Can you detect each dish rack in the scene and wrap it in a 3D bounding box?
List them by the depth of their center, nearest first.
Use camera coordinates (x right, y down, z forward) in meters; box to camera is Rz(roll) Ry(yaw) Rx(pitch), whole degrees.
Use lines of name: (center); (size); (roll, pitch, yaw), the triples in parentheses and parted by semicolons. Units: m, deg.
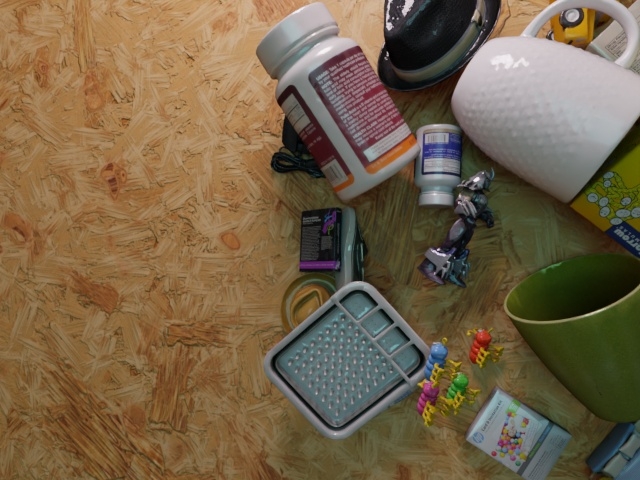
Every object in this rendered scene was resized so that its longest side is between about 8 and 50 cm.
dish rack: (0.063, 0.279, 1.074); (0.333, 0.072, 0.285); (-42, 95, 9)

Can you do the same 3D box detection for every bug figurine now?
bug figurine: (0.298, 0.299, 1.021); (0.072, 0.279, 0.216); (29, 110, 43)

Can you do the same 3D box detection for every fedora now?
fedora: (0.236, -0.514, 1.034); (0.334, 0.152, 0.334); (-21, 53, 31)
fedora: (-0.023, 0.176, 1.147); (0.194, 0.079, 0.194); (-1, 86, 11)

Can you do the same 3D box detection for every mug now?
mug: (0.489, -0.321, 0.961); (0.328, 0.276, 0.374); (36, 113, 17)

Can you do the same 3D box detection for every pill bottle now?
pill bottle: (0.038, -0.309, 1.038); (0.224, 0.224, 0.392); (-32, 98, 8)
pill bottle: (0.281, -0.174, 1.090); (0.112, 0.112, 0.186); (3, 88, 11)

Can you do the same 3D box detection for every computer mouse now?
computer mouse: (-0.029, -0.306, 1.179); (0.189, 0.072, 0.272); (9, 89, 12)

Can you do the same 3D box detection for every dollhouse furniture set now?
dollhouse furniture set: (0.771, 0.495, 0.913); (0.286, 0.198, 0.303); (40, 95, 11)

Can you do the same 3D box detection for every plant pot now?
plant pot: (0.580, 0.220, 0.954); (0.275, 0.275, 0.293); (-26, 99, 9)

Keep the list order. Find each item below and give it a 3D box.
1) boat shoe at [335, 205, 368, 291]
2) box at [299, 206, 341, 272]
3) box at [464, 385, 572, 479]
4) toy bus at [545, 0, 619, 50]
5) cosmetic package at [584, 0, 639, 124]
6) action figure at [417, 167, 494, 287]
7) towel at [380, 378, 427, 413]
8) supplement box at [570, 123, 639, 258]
boat shoe: (0.079, 0.025, 1.145); (0.070, 0.078, 0.219); (5, 86, -25)
box: (0.000, 0.000, 1.149); (0.116, 0.029, 0.162); (-3, 83, 39)
box: (0.458, 0.455, 1.058); (0.186, 0.038, 0.145); (32, 93, 12)
toy bus: (0.603, -0.607, 1.053); (0.130, 0.108, 0.332); (-2, 86, 9)
cosmetic package: (0.740, -0.363, 1.002); (0.153, 0.129, 0.296); (-42, 81, 8)
action figure: (0.338, -0.035, 1.051); (0.099, 0.185, 0.285); (33, 110, 39)
towel: (0.119, 0.325, 1.136); (0.285, 0.034, 0.209); (-38, 83, 9)
supplement box: (0.708, -0.158, 0.872); (0.194, 0.195, 0.356); (42, 137, 11)
